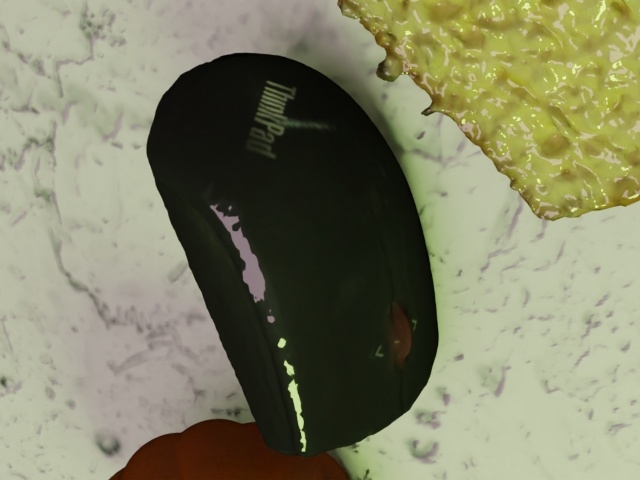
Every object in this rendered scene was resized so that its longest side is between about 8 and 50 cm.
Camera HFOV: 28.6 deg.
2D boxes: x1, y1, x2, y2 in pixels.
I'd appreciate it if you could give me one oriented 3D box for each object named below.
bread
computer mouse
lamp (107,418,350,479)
[{"bbox_3d":[0.117,-0.181,0.679,0.340,0.179,0.194,48,127,1],"label":"bread"},{"bbox_3d":[0.000,0.000,0.824,0.100,0.170,0.269,-7,110,47],"label":"computer mouse"},{"bbox_3d":[-0.071,0.240,0.953,0.223,0.196,0.223,-6,123,-8],"label":"lamp"}]
